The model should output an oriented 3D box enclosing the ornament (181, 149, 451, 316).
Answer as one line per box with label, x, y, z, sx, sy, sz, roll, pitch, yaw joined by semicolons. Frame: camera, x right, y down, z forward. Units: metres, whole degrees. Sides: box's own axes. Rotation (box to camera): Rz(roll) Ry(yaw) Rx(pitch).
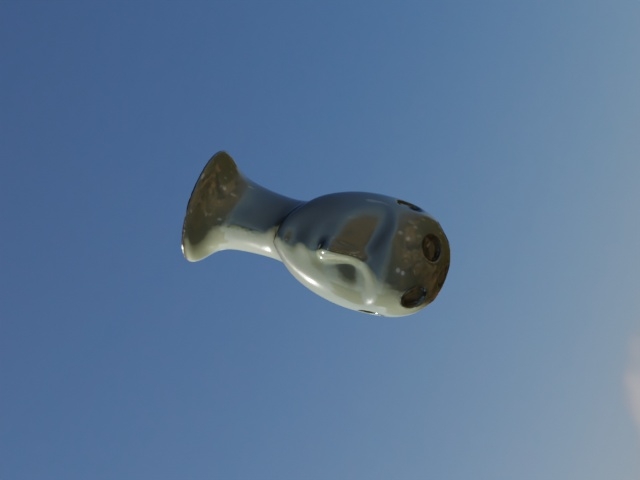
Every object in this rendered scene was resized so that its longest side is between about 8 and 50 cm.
ornament;0.000;0.000;0.969;0.081;0.156;0.075;0;-73;-73
